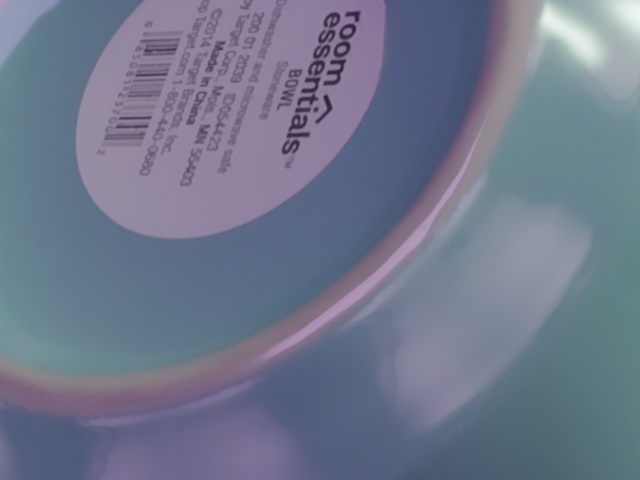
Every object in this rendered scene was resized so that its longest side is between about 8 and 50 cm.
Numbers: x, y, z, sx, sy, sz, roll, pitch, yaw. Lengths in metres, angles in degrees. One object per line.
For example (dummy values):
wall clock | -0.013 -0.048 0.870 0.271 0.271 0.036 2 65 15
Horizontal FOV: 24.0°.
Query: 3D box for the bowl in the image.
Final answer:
bowl | 0.000 0.000 0.425 0.311 0.163 0.311 -15 55 22
